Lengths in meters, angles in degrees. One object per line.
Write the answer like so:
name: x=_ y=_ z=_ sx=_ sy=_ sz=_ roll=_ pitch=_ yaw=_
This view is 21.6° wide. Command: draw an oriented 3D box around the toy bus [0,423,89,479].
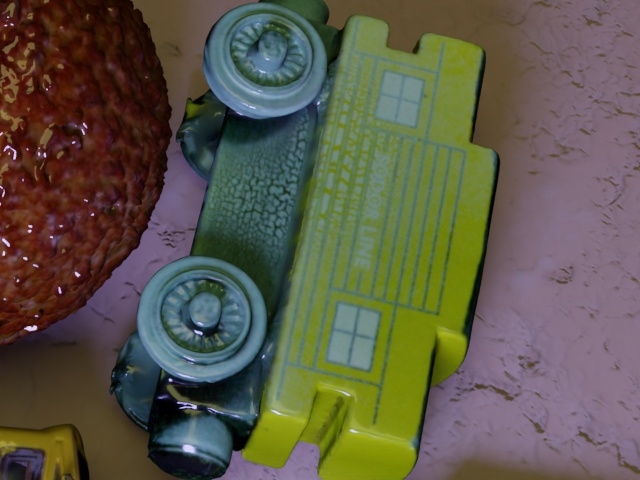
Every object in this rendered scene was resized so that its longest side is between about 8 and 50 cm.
toy bus: x=-0.272 y=0.210 z=1.245 sx=0.331 sy=0.145 sz=0.151 roll=5 pitch=65 yaw=-1

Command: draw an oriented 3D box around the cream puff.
cream puff: x=-0.228 y=-0.077 z=1.286 sx=0.228 sy=0.350 sz=0.350 roll=7 pitch=63 yaw=11

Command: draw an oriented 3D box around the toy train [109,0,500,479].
toy train: x=0.000 y=0.000 z=1.356 sx=0.272 sy=0.179 sz=0.442 roll=15 pitch=63 yaw=-5
